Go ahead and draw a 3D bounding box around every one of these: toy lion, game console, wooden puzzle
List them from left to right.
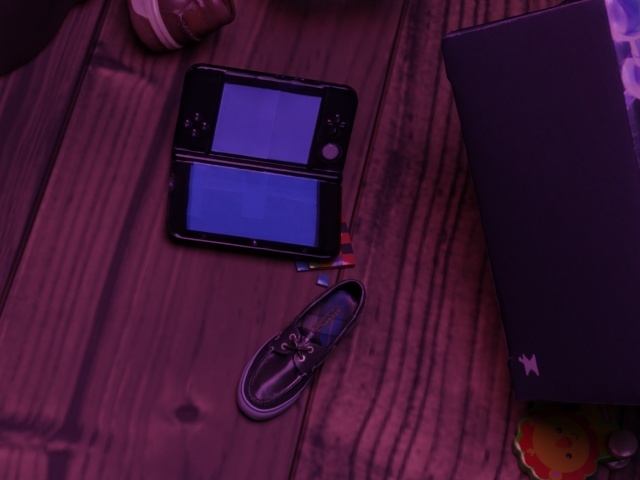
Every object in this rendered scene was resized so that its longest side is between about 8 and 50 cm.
[{"bbox_3d":[-0.045,-0.064,1.436,0.144,0.124,0.085,8,26,-10],"label":"game console"},{"bbox_3d":[0.000,0.000,1.460,0.049,0.006,0.083,-5,64,-18],"label":"wooden puzzle"},{"bbox_3d":[0.197,0.149,1.421,0.096,0.034,0.100,-7,64,-10],"label":"toy lion"}]

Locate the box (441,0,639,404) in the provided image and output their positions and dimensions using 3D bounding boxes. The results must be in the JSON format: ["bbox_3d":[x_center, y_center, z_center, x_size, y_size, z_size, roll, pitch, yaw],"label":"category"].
[{"bbox_3d":[0.332,-0.062,1.380,0.395,0.212,0.293,-15,94,-29],"label":"box"}]

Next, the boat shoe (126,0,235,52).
[{"bbox_3d":[-0.115,-0.287,1.516,0.095,0.095,0.257,-13,76,18],"label":"boat shoe"}]

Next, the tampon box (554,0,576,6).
[{"bbox_3d":[0.225,-0.142,1.532,0.161,0.120,0.101,-31,75,-27],"label":"tampon box"}]

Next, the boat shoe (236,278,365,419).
[{"bbox_3d":[-0.014,0.080,1.392,0.049,0.040,0.142,38,59,7],"label":"boat shoe"}]

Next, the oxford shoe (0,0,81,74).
[{"bbox_3d":[-0.254,-0.203,1.476,0.076,0.076,0.212,24,51,25],"label":"oxford shoe"}]
